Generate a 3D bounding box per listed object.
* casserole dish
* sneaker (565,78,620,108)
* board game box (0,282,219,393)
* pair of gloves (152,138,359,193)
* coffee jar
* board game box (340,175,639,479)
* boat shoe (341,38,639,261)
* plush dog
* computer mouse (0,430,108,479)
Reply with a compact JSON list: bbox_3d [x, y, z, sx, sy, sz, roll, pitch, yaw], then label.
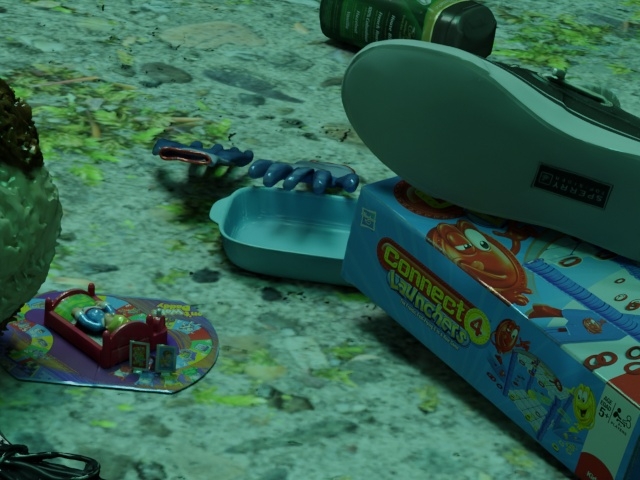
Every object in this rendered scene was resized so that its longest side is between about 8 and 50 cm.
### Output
[{"bbox_3d":[0.000,0.000,1.373,0.188,0.037,0.114,8,27,3],"label":"casserole dish"},{"bbox_3d":[0.182,-0.123,1.594,0.232,0.090,0.115,-8,27,-26],"label":"sneaker"},{"bbox_3d":[-0.159,0.060,1.228,0.169,0.033,0.133,6,28,-1],"label":"board game box"},{"bbox_3d":[-0.059,-0.066,1.455,0.198,0.023,0.159,9,6,9],"label":"pair of gloves"},{"bbox_3d":[0.097,-0.239,1.804,0.184,0.079,0.096,22,28,29],"label":"coffee jar"},{"bbox_3d":[0.230,0.035,1.260,0.308,0.086,0.302,-17,43,-37],"label":"board game box"},{"bbox_3d":[0.167,-0.079,1.234,0.306,0.113,0.105,18,27,5],"label":"boat shoe"},{"bbox_3d":[-0.266,0.008,1.104,0.210,0.262,0.225,38,39,21],"label":"plush dog"},{"bbox_3d":[-0.258,0.175,0.961,0.188,0.072,0.272,22,19,32],"label":"computer mouse"}]
